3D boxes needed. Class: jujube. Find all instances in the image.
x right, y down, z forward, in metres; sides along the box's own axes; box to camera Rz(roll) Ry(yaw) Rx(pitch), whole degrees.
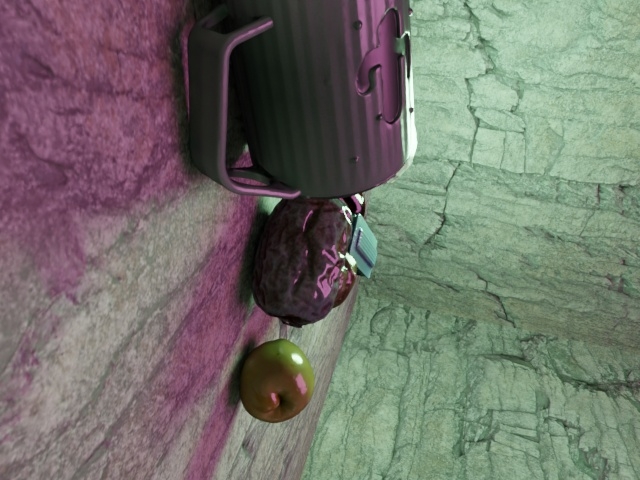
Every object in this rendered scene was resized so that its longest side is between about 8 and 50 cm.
[{"bbox_3d":[0.070,-0.148,1.599,0.168,0.167,0.237,-70,147,-42],"label":"jujube"},{"bbox_3d":[-0.043,0.037,1.027,0.226,0.225,0.317,60,42,-74],"label":"jujube"}]

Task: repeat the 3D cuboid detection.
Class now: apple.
[{"bbox_3d":[-0.105,0.338,1.080,0.200,0.199,0.200,11,90,-79],"label":"apple"}]

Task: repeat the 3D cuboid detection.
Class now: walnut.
[{"bbox_3d":[-0.005,0.098,1.264,0.224,0.224,0.225,11,90,-79],"label":"walnut"}]

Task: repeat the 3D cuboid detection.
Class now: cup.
[{"bbox_3d":[-0.010,-0.262,0.690,0.392,0.309,0.401,79,22,-50],"label":"cup"}]

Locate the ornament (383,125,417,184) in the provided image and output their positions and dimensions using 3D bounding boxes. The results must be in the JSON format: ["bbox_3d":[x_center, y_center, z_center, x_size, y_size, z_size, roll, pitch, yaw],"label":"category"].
[{"bbox_3d":[0.200,-0.362,1.642,0.337,0.336,0.338,11,90,-79],"label":"ornament"}]

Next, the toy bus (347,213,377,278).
[{"bbox_3d":[0.074,0.015,1.503,0.312,0.190,0.152,44,58,-65],"label":"toy bus"}]
